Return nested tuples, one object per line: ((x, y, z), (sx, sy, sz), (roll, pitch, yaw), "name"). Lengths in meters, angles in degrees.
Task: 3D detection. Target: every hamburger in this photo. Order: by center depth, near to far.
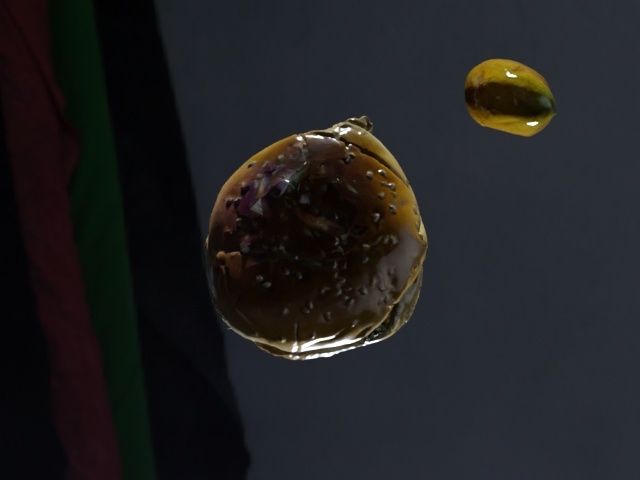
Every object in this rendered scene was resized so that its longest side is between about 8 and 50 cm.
((0.000, 0.000, 1.179), (0.286, 0.243, 0.146), (-58, -20, -23), "hamburger")

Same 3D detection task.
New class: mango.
((0.228, -0.172, 1.294), (0.165, 0.115, 0.089), (-38, -28, -77), "mango")
